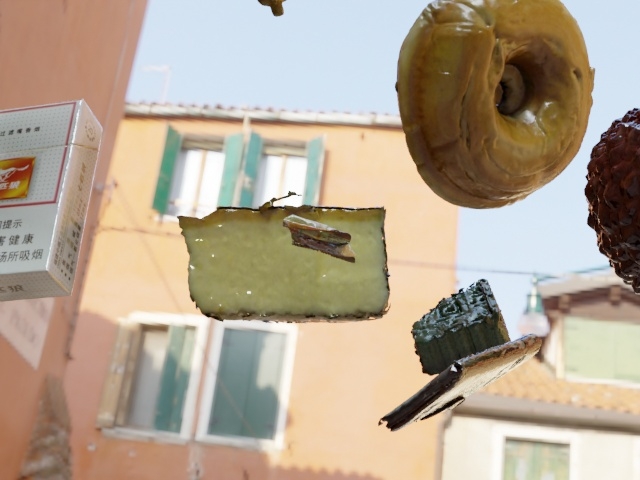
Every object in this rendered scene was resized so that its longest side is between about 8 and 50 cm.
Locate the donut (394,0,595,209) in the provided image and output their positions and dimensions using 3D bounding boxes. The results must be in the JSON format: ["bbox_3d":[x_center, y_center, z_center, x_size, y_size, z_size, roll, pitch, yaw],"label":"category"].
[{"bbox_3d":[0.329,-0.275,1.857,0.449,0.449,0.198,23,-2,-31],"label":"donut"}]

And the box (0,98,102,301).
[{"bbox_3d":[-0.489,-0.065,1.621,0.210,0.330,0.095,-5,-32,13],"label":"box"}]

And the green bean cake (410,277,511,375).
[{"bbox_3d":[0.291,0.182,2.139,0.208,0.193,0.107,-20,-62,7],"label":"green bean cake"}]

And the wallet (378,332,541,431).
[{"bbox_3d":[0.157,0.153,1.079,0.122,0.031,0.232,-42,-17,26],"label":"wallet"}]

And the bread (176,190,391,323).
[{"bbox_3d":[-0.052,0.033,1.828,0.315,0.248,0.279,0,-7,-41],"label":"bread"}]

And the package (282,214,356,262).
[{"bbox_3d":[0.000,-0.001,1.523,0.108,0.031,0.121,17,-14,11],"label":"package"}]

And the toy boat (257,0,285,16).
[{"bbox_3d":[-0.159,-0.369,1.188,0.318,0.099,0.141,16,-20,-41],"label":"toy boat"}]

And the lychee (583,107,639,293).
[{"bbox_3d":[0.442,-0.058,1.166,0.264,0.300,0.264,-10,11,2],"label":"lychee"}]
